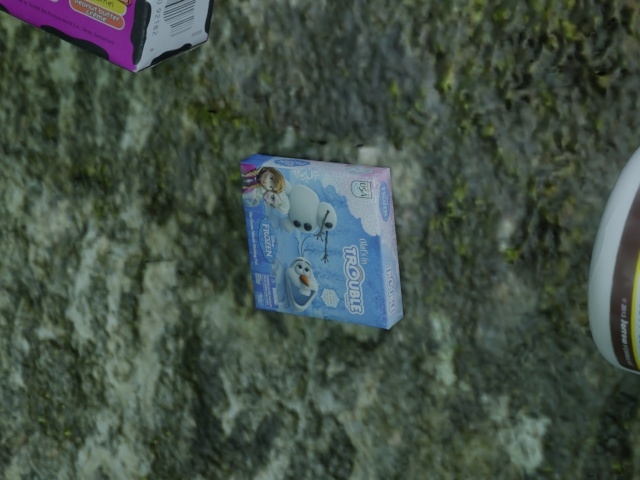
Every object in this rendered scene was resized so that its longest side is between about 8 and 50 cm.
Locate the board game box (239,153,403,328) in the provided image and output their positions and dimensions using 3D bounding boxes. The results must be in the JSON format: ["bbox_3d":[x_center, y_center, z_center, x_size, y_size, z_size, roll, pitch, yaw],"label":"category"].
[{"bbox_3d":[0.000,0.000,1.019,0.090,0.020,0.090,7,114,31],"label":"board game box"}]

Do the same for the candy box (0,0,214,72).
[{"bbox_3d":[-0.123,-0.228,0.967,0.159,0.071,0.233,27,124,23],"label":"candy box"}]

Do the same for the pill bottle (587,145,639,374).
[{"bbox_3d":[0.236,0.026,0.805,0.215,0.117,0.117,15,119,28],"label":"pill bottle"}]
